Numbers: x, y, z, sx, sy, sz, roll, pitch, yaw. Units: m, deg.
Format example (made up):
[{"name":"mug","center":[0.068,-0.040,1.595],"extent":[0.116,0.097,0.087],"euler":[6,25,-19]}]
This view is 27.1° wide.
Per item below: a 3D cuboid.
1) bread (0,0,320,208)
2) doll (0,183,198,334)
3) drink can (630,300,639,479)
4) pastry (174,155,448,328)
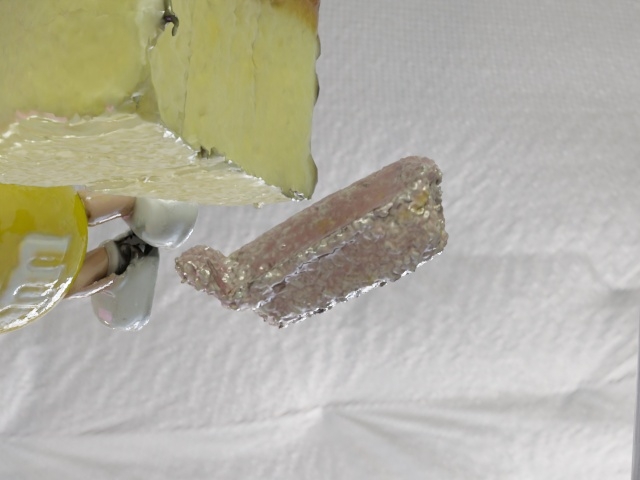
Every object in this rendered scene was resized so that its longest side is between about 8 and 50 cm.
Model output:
[{"name":"bread","center":[-0.060,-0.159,0.723],"extent":[0.236,0.198,0.264],"euler":[8,-99,-40]},{"name":"doll","center":[-0.327,0.019,1.413],"extent":[0.423,0.161,0.348],"euler":[-29,-50,-30]},{"name":"drink can","center":[0.140,-0.002,0.381],"extent":[0.097,0.097,0.235],"euler":[-6,-74,-23]},{"name":"pastry","center":[0.002,0.012,1.264],"extent":[0.265,0.103,0.112],"euler":[-19,-65,8]}]
